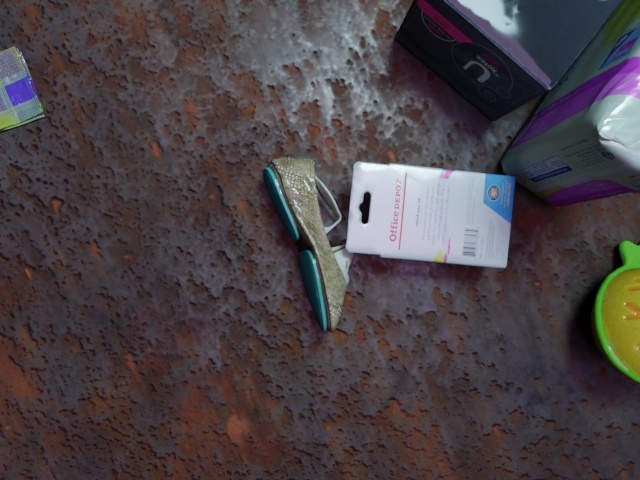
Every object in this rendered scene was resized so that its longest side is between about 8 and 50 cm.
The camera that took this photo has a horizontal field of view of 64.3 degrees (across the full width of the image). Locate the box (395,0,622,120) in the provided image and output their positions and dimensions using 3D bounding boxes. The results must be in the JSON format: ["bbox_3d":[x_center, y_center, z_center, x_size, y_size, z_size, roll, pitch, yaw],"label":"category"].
[{"bbox_3d":[0.235,-0.294,0.545,0.165,0.143,0.270,38,89,-3],"label":"box"}]

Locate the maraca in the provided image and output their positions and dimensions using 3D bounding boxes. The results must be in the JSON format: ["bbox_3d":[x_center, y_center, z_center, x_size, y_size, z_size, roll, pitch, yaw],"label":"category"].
[{"bbox_3d":[0.381,0.079,0.589,0.127,0.099,0.185,32,64,0],"label":"maraca"}]

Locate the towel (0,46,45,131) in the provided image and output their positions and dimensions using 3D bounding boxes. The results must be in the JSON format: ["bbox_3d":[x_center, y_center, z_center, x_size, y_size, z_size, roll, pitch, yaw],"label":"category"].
[{"bbox_3d":[-0.354,-0.170,0.574,0.060,0.009,0.083,-21,92,-4],"label":"towel"}]

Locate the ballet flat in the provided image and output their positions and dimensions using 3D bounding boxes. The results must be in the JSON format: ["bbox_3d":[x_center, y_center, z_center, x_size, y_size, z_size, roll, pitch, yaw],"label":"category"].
[{"bbox_3d":[0.000,0.000,0.575,0.067,0.073,0.206,-20,96,-18],"label":"ballet flat"}]

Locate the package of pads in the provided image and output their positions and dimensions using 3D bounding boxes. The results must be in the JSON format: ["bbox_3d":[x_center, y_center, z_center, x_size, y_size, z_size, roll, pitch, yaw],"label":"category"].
[{"bbox_3d":[0.327,-0.178,0.512,0.101,0.229,0.296,34,89,1],"label":"package of pads"}]

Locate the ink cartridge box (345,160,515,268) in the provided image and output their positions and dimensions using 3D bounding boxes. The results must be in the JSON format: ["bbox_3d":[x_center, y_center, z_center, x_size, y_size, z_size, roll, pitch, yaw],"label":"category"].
[{"bbox_3d":[0.119,-0.028,0.583,0.182,0.061,0.104,6,90,-4],"label":"ink cartridge box"}]
